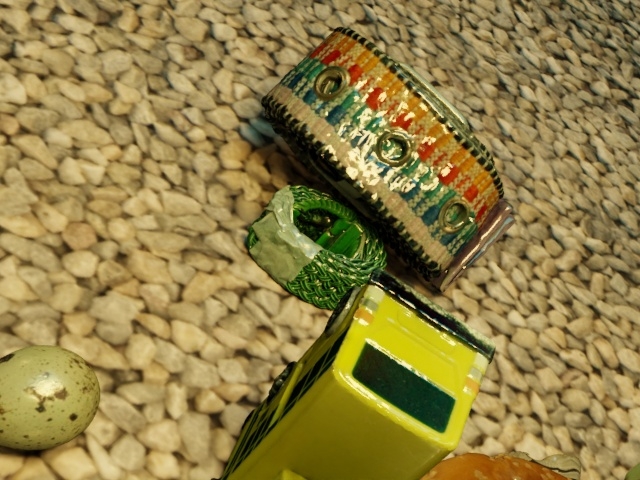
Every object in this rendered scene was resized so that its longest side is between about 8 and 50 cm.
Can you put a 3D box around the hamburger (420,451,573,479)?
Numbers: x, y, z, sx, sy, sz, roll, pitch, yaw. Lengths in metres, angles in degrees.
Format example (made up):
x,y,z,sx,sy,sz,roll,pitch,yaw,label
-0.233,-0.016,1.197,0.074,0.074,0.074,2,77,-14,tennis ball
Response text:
x,y,z,sx,sy,sz,roll,pitch,yaw,label
0.158,0.301,1.106,0.286,0.146,0.243,-8,58,-31,hamburger

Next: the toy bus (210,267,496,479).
x,y,z,sx,sy,sz,roll,pitch,yaw,label
0.016,0.160,1.068,0.128,0.262,0.150,33,44,-6,toy bus

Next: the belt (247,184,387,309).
x,y,z,sx,sy,sz,roll,pitch,yaw,label
0.000,0.000,1.367,0.151,0.079,0.121,28,38,-11,belt

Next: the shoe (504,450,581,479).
x,y,z,sx,sy,sz,roll,pitch,yaw,label
0.208,0.267,1.264,0.169,0.071,0.099,4,54,-37,shoe

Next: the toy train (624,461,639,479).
x,y,z,sx,sy,sz,roll,pitch,yaw,label
0.365,0.333,1.245,0.129,0.159,0.326,32,38,-4,toy train

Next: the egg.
x,y,z,sx,sy,sz,roll,pitch,yaw,label
-0.233,0.129,1.039,0.110,0.085,0.085,-14,59,-29,egg

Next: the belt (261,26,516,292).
x,y,z,sx,sy,sz,roll,pitch,yaw,label
0.086,-0.102,1.413,0.295,0.160,0.207,44,-5,8,belt
